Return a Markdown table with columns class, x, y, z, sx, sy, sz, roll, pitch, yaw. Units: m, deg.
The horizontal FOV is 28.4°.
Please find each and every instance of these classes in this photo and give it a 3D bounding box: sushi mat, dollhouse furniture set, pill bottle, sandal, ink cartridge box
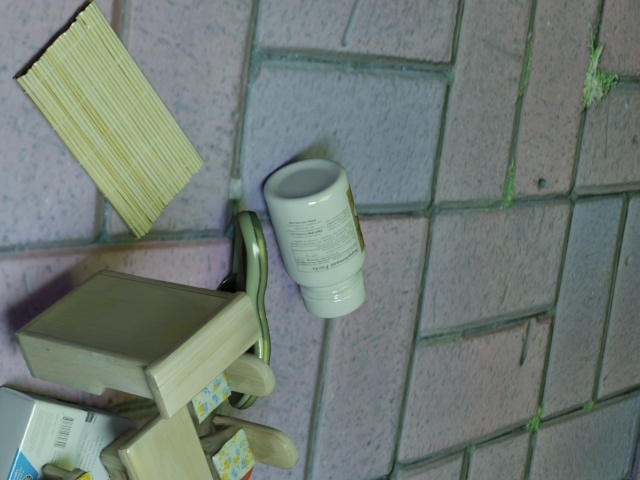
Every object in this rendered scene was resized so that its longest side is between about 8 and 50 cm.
| class | x | y | z | sx | sy | sz | roll | pitch | yaw |
| --- | --- | --- | --- | --- | --- | --- | --- | --- | --- |
| sushi mat | -0.269 | -0.152 | 1.673 | 0.151 | 0.019 | 0.316 | -55 | 137 | -23 |
| dollhouse furniture set | -0.184 | 0.256 | 1.603 | 0.362 | 0.256 | 0.394 | -40 | 126 | -40 |
| pill bottle | 0.000 | 0.000 | 1.955 | 0.131 | 0.131 | 0.229 | -41 | 131 | -34 |
| sandal | -0.130 | 0.102 | 1.874 | 0.086 | 0.120 | 0.303 | -5 | 107 | -20 |
| ink cartridge box | -0.351 | 0.283 | 1.675 | 0.190 | 0.082 | 0.139 | 25 | 81 | -52 |

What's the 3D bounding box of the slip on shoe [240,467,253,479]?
| class | x | y | z | sx | sy | sz | roll | pitch | yaw |
| --- | --- | --- | --- | --- | --- | --- | --- | --- | --- |
| slip on shoe | -0.182 | 0.449 | 1.920 | 0.331 | 0.101 | 0.123 | -59 | 137 | -19 |
